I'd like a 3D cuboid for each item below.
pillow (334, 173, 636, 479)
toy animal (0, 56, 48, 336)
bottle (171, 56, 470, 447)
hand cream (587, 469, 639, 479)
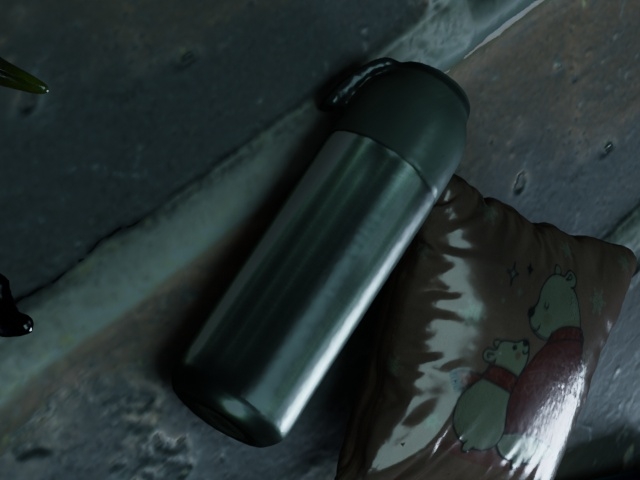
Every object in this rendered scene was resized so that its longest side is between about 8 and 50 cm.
[{"bbox_3d":[0.116,0.082,0.999,0.236,0.084,0.223,19,89,-42],"label":"pillow"},{"bbox_3d":[-0.190,-0.023,0.695,0.105,0.070,0.203,3,102,-25],"label":"toy animal"},{"bbox_3d":[0.000,0.000,0.878,0.096,0.079,0.254,35,73,-3],"label":"bottle"},{"bbox_3d":[0.245,0.242,1.185,0.270,0.061,0.120,-6,102,-38],"label":"hand cream"}]
